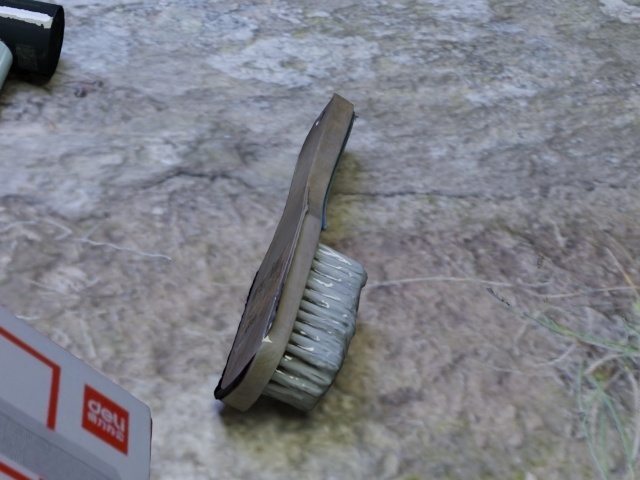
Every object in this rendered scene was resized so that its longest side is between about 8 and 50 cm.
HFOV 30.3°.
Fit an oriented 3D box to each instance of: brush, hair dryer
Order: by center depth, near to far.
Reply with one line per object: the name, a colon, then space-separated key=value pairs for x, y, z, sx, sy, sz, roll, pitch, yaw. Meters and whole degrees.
brush: x=0.000 y=0.000 z=0.796 sx=0.065 sy=0.070 sz=0.327 roll=28 pitch=34 yaw=-11
hair dryer: x=-0.258 y=-0.117 z=0.874 sx=0.100 sy=0.057 sz=0.197 roll=8 pitch=43 yaw=-4

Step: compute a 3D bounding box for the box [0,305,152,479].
box: x=-0.175 y=0.077 z=0.543 sx=0.229 sy=0.050 sz=0.123 roll=41 pitch=23 yaw=-31
